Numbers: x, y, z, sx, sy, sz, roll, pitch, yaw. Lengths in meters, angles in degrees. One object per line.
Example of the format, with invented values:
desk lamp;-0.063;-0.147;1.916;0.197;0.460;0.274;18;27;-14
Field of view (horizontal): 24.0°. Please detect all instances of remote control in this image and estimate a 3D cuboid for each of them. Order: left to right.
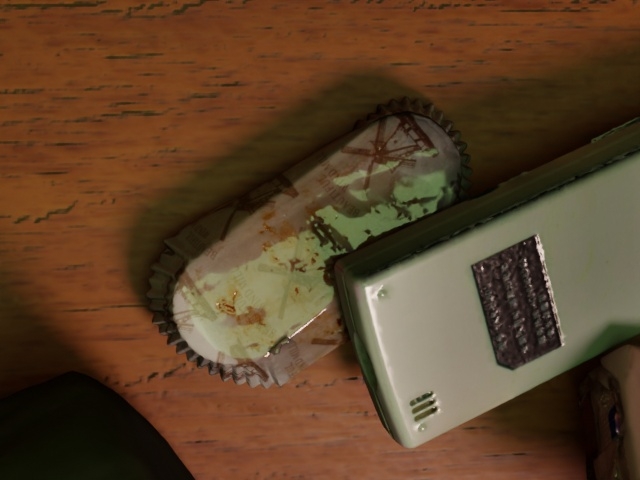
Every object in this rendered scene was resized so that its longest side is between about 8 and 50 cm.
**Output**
remote control;0.180;0.011;1.039;0.344;0.050;0.145;-24;117;-15

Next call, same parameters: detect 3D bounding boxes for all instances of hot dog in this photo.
hot dog;0.000;0.000;1.034;0.253;0.069;0.131;-38;93;-7

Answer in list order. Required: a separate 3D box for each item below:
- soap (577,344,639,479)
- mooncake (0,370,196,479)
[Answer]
soap;0.310;0.179;1.047;0.273;0.098;0.217;11;59;-16
mooncake;-0.122;0.257;0.899;0.194;0.356;0.356;-33;102;-6
